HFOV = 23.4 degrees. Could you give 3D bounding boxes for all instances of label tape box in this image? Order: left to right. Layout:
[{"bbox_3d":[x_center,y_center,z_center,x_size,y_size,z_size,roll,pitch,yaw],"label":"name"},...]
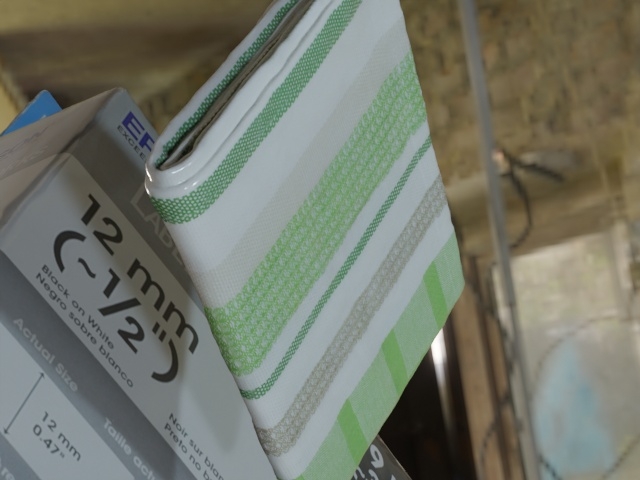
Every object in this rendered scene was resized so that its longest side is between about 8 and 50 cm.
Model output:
[{"bbox_3d":[-0.063,0.079,0.620,0.115,0.249,0.348,-28,-161,25],"label":"label tape box"}]

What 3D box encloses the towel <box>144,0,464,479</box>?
[{"bbox_3d":[0.000,0.000,0.455,0.023,0.113,0.152,14,141,29],"label":"towel"}]
